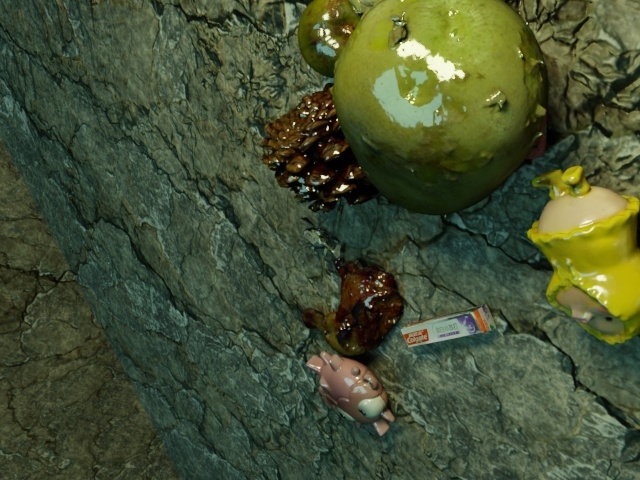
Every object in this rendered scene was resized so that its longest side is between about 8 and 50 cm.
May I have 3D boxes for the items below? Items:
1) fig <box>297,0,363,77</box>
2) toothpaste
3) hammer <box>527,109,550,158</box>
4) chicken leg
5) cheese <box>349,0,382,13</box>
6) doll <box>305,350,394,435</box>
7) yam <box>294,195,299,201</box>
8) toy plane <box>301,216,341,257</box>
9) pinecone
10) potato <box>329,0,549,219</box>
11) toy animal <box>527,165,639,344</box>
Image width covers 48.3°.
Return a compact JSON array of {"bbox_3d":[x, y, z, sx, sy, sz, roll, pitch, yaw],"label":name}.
[{"bbox_3d":[0.011,-0.307,1.135,0.133,0.126,0.185,48,147,-9],"label":"fig"},{"bbox_3d":[0.216,0.151,1.222,0.196,0.040,0.047,-26,87,56],"label":"toothpaste"},{"bbox_3d":[0.282,-0.149,0.947,0.043,0.043,0.083,20,125,46],"label":"hammer"},{"bbox_3d":[0.053,0.138,1.405,0.177,0.083,0.322,59,144,24],"label":"chicken leg"},{"bbox_3d":[0.098,-0.455,0.930,0.260,0.128,0.315,8,125,46],"label":"cheese"},{"bbox_3d":[0.062,0.311,1.472,0.211,0.093,0.262,49,151,-4],"label":"doll"},{"bbox_3d":[-0.022,-0.089,1.406,0.107,0.014,0.014,-11,102,55],"label":"yam"},{"bbox_3d":[0.000,0.000,1.421,0.121,0.031,0.049,41,130,35],"label":"toy plane"},{"bbox_3d":[0.022,-0.145,1.158,0.221,0.221,0.221,31,133,39],"label":"pinecone"},{"bbox_3d":[0.139,-0.163,0.926,0.270,0.219,0.359,39,164,10],"label":"potato"},{"bbox_3d":[0.344,0.014,0.893,0.156,0.156,0.229,-9,114,55],"label":"toy animal"}]
